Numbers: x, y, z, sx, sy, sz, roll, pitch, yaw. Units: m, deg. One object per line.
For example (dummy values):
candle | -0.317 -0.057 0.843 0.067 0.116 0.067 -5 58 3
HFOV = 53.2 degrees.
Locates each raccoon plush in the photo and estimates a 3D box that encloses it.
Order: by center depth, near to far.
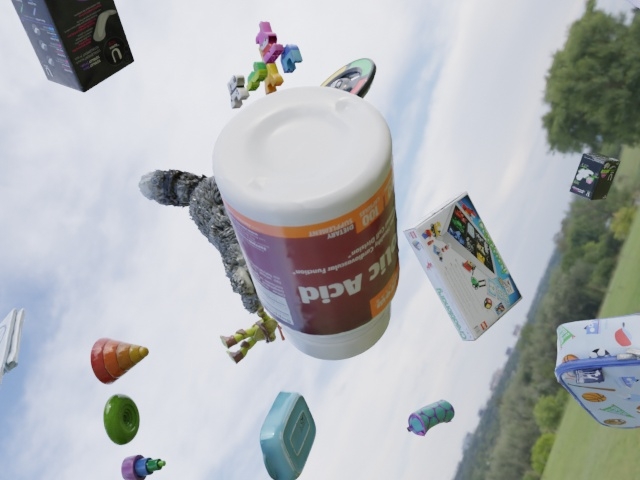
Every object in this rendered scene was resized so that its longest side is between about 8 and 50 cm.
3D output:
raccoon plush | -0.257 0.005 1.542 0.216 0.447 0.299 46 -128 -55

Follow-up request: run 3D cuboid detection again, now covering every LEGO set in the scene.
LEGO set | -0.108 -0.348 1.230 0.087 0.227 0.093 -12 -101 -31

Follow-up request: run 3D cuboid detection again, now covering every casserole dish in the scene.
casserole dish | -0.049 0.329 1.083 0.188 0.037 0.114 -55 -54 -69

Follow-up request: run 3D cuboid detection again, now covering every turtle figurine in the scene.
turtle figurine | -0.183 0.279 1.918 0.217 0.087 0.269 -34 -35 -20

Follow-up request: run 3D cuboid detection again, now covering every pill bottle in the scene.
pill bottle | 0.000 0.000 0.915 0.224 0.224 0.392 -56 -27 -29

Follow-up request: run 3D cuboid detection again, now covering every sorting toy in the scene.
sorting toy | -0.452 0.406 1.577 0.127 0.126 0.365 4 -109 -73

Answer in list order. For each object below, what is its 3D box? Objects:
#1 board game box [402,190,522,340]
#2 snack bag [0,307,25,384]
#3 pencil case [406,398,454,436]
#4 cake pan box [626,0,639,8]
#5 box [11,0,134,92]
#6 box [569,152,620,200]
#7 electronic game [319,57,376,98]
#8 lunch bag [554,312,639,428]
board game box | 0.345 0.060 1.527 0.193 0.053 0.305 -33 -83 -29
snack bag | -0.752 0.351 1.371 0.323 0.342 0.037 -44 -56 15
pencil case | 0.308 0.492 1.774 0.152 0.064 0.070 -9 -104 -44
cake pan box | 0.505 -0.344 0.877 0.266 0.246 0.070 -101 27 -55
box | -0.556 -0.495 1.419 0.165 0.143 0.270 -46 -36 -33
box | 0.548 -0.128 1.278 0.062 0.052 0.083 -5 -62 -38
electronic game | 0.042 -0.360 1.560 0.048 0.229 0.229 45 -118 -28
lunch bag | 0.552 0.227 1.086 0.303 0.243 0.114 41 -129 -38
